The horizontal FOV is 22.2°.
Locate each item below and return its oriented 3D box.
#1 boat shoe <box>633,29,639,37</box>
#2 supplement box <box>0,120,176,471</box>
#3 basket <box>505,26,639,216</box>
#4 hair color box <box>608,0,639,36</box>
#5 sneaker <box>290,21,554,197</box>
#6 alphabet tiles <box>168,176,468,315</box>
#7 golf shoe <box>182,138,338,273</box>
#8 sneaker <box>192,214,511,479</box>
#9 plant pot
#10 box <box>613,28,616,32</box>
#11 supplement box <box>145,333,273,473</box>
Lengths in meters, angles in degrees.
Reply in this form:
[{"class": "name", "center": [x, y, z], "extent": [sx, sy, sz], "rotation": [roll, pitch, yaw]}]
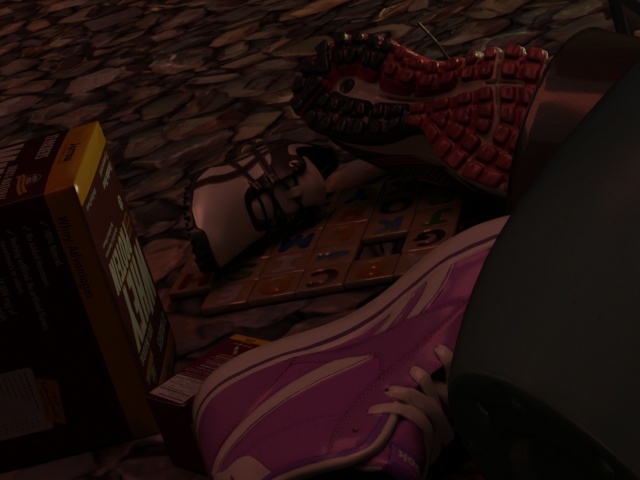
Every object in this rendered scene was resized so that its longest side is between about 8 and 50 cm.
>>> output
[{"class": "boat shoe", "center": [0.354, -0.106, 1.211], "extent": [0.255, 0.079, 0.095], "rotation": [6, 13, 2]}, {"class": "supplement box", "center": [-0.224, 0.046, 1.144], "extent": [0.194, 0.191, 0.129], "rotation": [-14, 22, 6]}, {"class": "basket", "center": [0.261, -0.041, 1.047], "extent": [0.227, 0.154, 0.204], "rotation": [7, 60, 37]}, {"class": "hair color box", "center": [0.448, -0.209, 1.356], "extent": [0.374, 0.113, 0.185], "rotation": [-18, 22, -1]}, {"class": "sneaker", "center": [0.123, -0.096, 1.327], "extent": [0.299, 0.112, 0.121], "rotation": [20, 80, 36]}, {"class": "alphabet tiles", "center": [0.000, 0.000, 1.332], "extent": [0.237, 0.009, 0.198], "rotation": [-10, 23, 17]}, {"class": "golf shoe", "center": [-0.048, -0.039, 1.348], "extent": [0.094, 0.077, 0.198], "rotation": [-7, 25, 23]}, {"class": "sneaker", "center": [0.069, 0.093, 0.954], "extent": [0.282, 0.102, 0.161], "rotation": [-30, 26, -2]}, {"class": "plant pot", "center": [0.199, 0.052, 0.714], "extent": [0.235, 0.293, 0.293], "rotation": [-40, 28, -16]}, {"class": "box", "center": [0.354, -0.265, 1.532], "extent": [0.038, 0.145, 0.186], "rotation": [39, 47, 17]}, {"class": "supplement box", "center": [-0.064, 0.105, 1.065], "extent": [0.083, 0.055, 0.043], "rotation": [-34, 27, -34]}]
